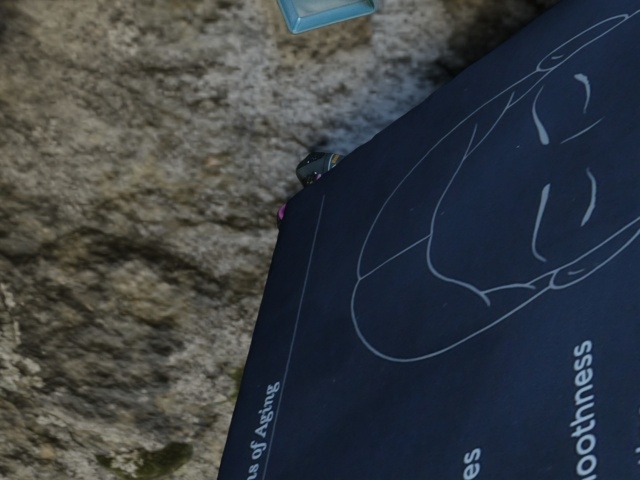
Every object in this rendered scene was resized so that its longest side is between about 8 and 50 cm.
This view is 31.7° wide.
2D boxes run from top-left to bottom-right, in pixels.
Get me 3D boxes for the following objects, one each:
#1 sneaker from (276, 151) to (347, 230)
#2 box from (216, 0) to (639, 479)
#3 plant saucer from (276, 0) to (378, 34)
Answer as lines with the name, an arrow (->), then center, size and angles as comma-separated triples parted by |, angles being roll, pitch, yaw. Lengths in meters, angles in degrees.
sneaker -> 0.000, 0.000, 0.900 | 0.077, 0.072, 0.178 | 21, 122, 7
box -> 0.195, 0.101, 0.559 | 0.297, 0.480, 0.471 | 40, 128, -24
plant saucer -> -0.022, -0.227, 0.737 | 0.067, 0.018, 0.192 | -12, 127, 18
